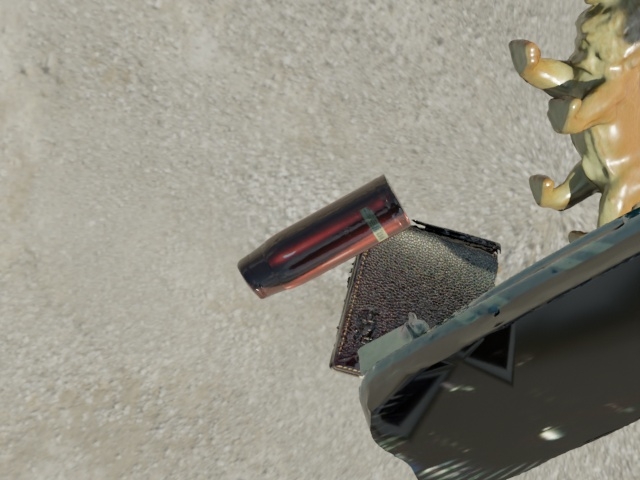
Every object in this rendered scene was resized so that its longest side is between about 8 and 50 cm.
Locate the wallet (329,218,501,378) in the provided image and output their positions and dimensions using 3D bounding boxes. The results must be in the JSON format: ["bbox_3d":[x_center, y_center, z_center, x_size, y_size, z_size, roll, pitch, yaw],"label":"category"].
[{"bbox_3d":[0.148,0.097,1.218,0.221,0.071,0.262,16,76,-3],"label":"wallet"}]

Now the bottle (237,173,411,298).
[{"bbox_3d":[0.000,0.000,0.744,0.164,0.060,0.060,-29,84,8],"label":"bottle"}]

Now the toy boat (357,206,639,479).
[{"bbox_3d":[0.164,0.035,0.463,0.299,0.092,0.134,-30,124,14],"label":"toy boat"}]

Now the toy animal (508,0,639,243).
[{"bbox_3d":[0.285,-0.120,0.785,0.157,0.097,0.312,-21,113,-10],"label":"toy animal"}]
